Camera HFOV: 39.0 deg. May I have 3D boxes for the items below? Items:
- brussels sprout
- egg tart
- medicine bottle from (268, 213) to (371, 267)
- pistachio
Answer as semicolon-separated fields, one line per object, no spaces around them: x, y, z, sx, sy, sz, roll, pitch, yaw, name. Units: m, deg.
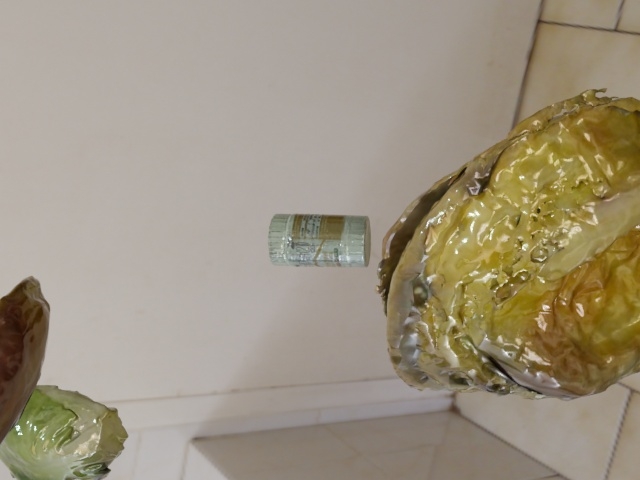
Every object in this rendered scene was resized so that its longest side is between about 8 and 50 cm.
-0.290;0.213;0.975;0.181;0.100;0.139;-3;130;42;brussels sprout
0.189;0.032;0.662;0.297;0.297;0.132;-65;34;26;egg tart
0.000;0.000;0.780;0.083;0.047;0.047;2;89;11;medicine bottle
-0.213;0.100;0.578;0.173;0.049;0.089;-60;-2;-39;pistachio
